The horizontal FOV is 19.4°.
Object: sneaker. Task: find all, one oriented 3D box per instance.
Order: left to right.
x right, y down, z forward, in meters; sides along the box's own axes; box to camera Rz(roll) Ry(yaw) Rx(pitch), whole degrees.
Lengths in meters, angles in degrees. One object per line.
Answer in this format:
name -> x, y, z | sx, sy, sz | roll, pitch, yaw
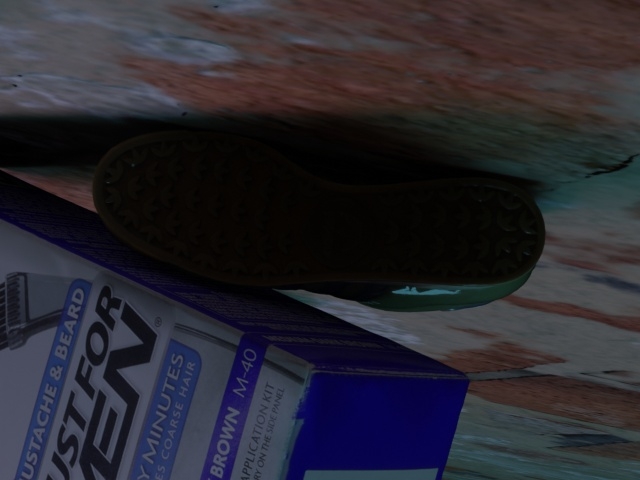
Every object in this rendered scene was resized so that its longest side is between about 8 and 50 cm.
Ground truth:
sneaker -> 0.000, 0.000, 0.822 | 0.192, 0.064, 0.086 | 7, 167, 5

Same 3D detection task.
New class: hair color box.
hair color box -> -0.110, 0.090, 0.846 | 0.110, 0.185, 0.339 | 8, -170, -46
